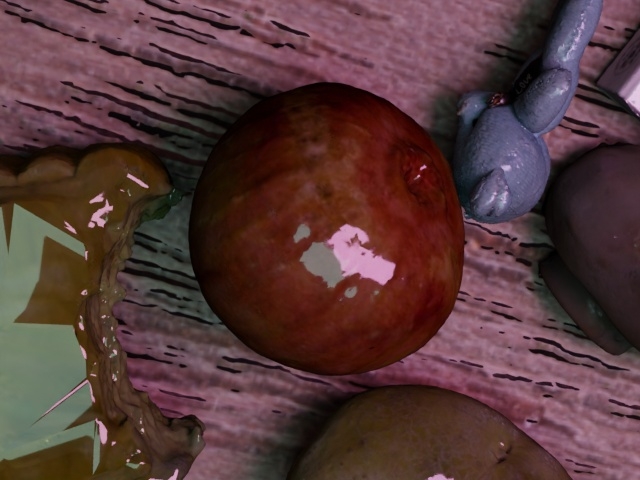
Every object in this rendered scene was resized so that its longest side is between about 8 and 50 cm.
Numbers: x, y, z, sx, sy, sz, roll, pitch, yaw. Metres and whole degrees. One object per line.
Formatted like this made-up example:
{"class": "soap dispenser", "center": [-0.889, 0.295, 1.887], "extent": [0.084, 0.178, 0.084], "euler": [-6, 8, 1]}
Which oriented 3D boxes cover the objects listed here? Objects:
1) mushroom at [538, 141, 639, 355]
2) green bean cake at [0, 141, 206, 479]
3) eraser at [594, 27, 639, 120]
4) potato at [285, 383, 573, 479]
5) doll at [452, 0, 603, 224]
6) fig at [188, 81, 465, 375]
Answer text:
{"class": "mushroom", "center": [0.238, 0.023, 1.020], "extent": [0.141, 0.117, 0.188], "euler": [-42, 103, 13]}
{"class": "green bean cake", "center": [-0.193, 0.061, 0.956], "extent": [0.233, 0.124, 0.236], "euler": [-9, 99, -8]}
{"class": "eraser", "center": [0.309, -0.151, 1.013], "extent": [0.124, 0.068, 0.210], "euler": [36, 98, -14]}
{"class": "potato", "center": [0.096, 0.209, 1.045], "extent": [0.251, 0.159, 0.174], "euler": [30, 126, -4]}
{"class": "doll", "center": [0.133, -0.097, 0.986], "extent": [0.075, 0.120, 0.179], "euler": [18, 97, 6]}
{"class": "fig", "center": [-0.001, 0.000, 0.959], "extent": [0.205, 0.205, 0.205], "euler": [-2, 107, -8]}
